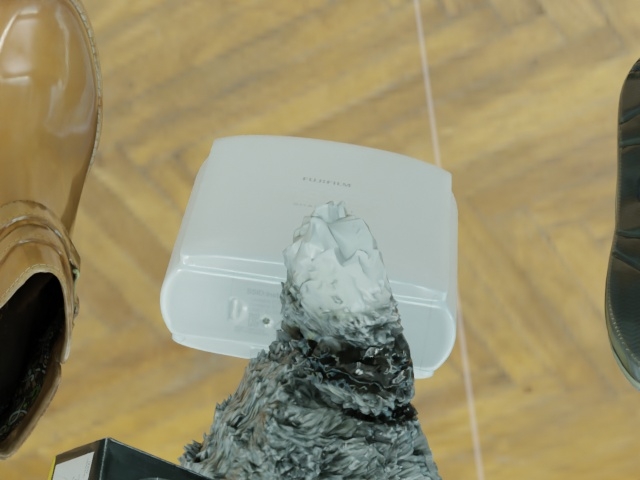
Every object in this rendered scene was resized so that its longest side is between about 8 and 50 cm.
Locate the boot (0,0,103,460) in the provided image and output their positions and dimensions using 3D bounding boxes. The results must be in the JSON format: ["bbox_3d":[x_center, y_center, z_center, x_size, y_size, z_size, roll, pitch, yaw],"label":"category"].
[{"bbox_3d":[-0.193,-0.018,1.186,0.109,0.220,0.283,14,102,-14],"label":"boot"}]

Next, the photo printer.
[{"bbox_3d":[0.000,0.000,1.732,0.256,0.307,0.107,9,117,1],"label":"photo printer"}]

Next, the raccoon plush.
[{"bbox_3d":[-0.080,0.161,1.453,0.299,0.216,0.446,-21,129,-7],"label":"raccoon plush"}]

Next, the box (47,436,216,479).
[{"bbox_3d":[-0.054,0.309,1.266,0.322,0.257,0.079,26,147,-28],"label":"box"}]

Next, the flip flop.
[{"bbox_3d":[0.206,-0.017,0.959,0.112,0.277,0.080,-2,137,21],"label":"flip flop"}]
